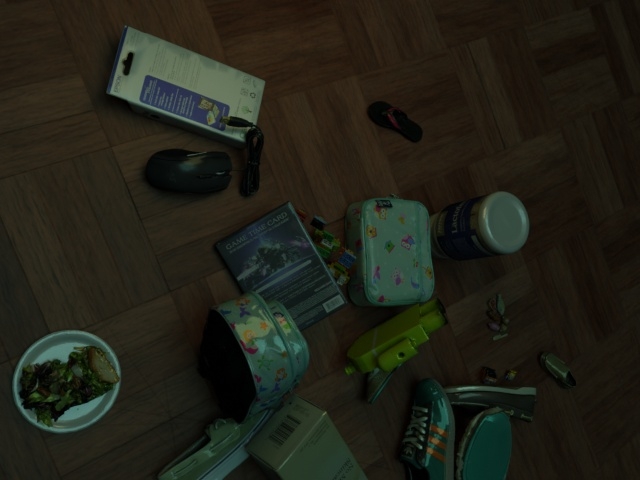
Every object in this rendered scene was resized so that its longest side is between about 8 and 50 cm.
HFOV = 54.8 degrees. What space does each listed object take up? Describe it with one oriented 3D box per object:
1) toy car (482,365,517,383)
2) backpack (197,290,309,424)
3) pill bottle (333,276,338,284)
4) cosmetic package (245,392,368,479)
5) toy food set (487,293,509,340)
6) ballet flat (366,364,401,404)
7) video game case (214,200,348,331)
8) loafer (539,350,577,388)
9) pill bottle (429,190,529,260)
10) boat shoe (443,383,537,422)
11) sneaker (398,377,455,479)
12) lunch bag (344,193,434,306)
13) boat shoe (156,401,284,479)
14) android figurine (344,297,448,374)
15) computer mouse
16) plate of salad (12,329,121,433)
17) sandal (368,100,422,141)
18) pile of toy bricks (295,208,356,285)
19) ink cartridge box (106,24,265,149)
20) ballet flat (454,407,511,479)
[{"bbox_3d":[0.494,0.381,1.701,0.122,0.060,0.041,13,110,-19],"label":"toy car"},{"bbox_3d":[-0.137,0.225,1.250,0.191,0.254,0.225,-23,64,-24],"label":"backpack"},{"bbox_3d":[-0.002,0.098,1.483,0.083,0.043,0.044,5,82,-27],"label":"pill bottle"},{"bbox_3d":[-0.014,0.495,1.327,0.160,0.113,0.310,-46,127,-25],"label":"cosmetic package"},{"bbox_3d":[0.499,0.216,1.741,0.077,0.019,0.122,-13,90,-28],"label":"toy food set"},{"bbox_3d":[0.160,0.313,1.538,0.067,0.073,0.206,39,62,11],"label":"ballet flat"},{"bbox_3d":[-0.087,0.076,1.405,0.196,0.026,0.274,-30,98,0],"label":"video game case"},{"bbox_3d":[0.700,0.378,1.808,0.148,0.050,0.056,43,67,-16],"label":"loafer"},{"bbox_3d":[0.383,-0.028,1.574,0.153,0.264,0.153,4,80,-27],"label":"pill bottle"},{"bbox_3d":[0.449,0.433,1.638,0.324,0.116,0.097,10,76,-32],"label":"boat shoe"},{"bbox_3d":[0.257,0.498,1.531,0.121,0.108,0.302,-1,85,-31],"label":"sneaker"},{"bbox_3d":[0.179,0.025,1.549,0.224,0.108,0.279,2,83,-27],"label":"lunch bag"},{"bbox_3d":[-0.206,0.427,1.303,0.302,0.109,0.094,-42,100,-23],"label":"boat shoe"},{"bbox_3d":[0.172,0.231,1.453,0.272,0.248,0.056,-33,95,11],"label":"android figurine"},{"bbox_3d":[-0.237,-0.181,1.342,0.261,0.060,0.184,3,113,-27],"label":"computer mouse"},{"bbox_3d":[-0.490,0.275,1.206,0.199,0.048,0.200,3,83,-27],"label":"plate of salad"},{"bbox_3d":[0.208,-0.322,1.645,0.179,0.040,0.067,24,74,-23],"label":"sandal"},{"bbox_3d":[0.000,0.000,1.472,0.212,0.105,0.118,33,114,-3],"label":"pile of toy bricks"},{"bbox_3d":[-0.295,-0.333,1.373,0.332,0.065,0.166,18,77,-26],"label":"ink cartridge box"},{"bbox_3d":[0.383,0.618,1.565,0.146,0.147,0.409,11,86,-26],"label":"ballet flat"}]
